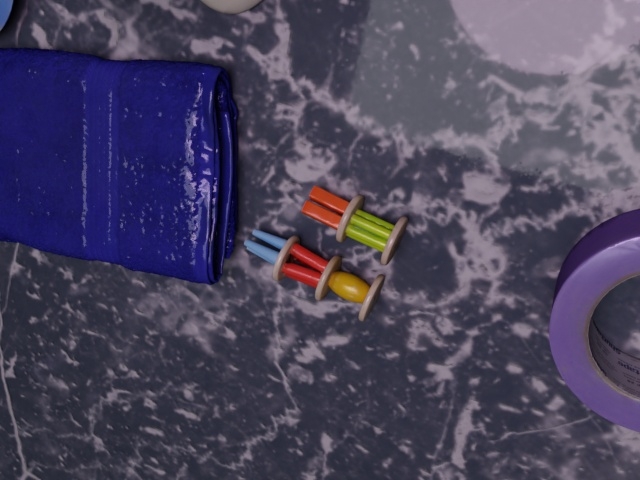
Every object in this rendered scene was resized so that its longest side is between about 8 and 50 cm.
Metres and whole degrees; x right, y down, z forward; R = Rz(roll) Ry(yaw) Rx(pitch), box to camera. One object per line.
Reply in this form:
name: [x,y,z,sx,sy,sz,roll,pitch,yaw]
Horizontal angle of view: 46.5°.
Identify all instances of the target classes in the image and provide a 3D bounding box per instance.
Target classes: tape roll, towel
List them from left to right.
towel: [-0.234,-0.087,0.810,0.308,0.076,0.227,10,105,18]
tape roll: [0.301,0.070,0.653,0.189,0.080,0.189,7,111,19]

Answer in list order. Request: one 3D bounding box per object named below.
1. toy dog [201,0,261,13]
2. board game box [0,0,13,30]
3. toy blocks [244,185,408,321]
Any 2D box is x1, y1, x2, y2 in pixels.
toy dog: [-0.099,-0.311,0.482,0.395,0.408,0.284,-13,104,25]
board game box: [-0.384,-0.300,0.809,0.169,0.033,0.133,28,121,15]
toy blocks: [0.000,0.000,0.757,0.148,0.054,0.123,25,116,12]
